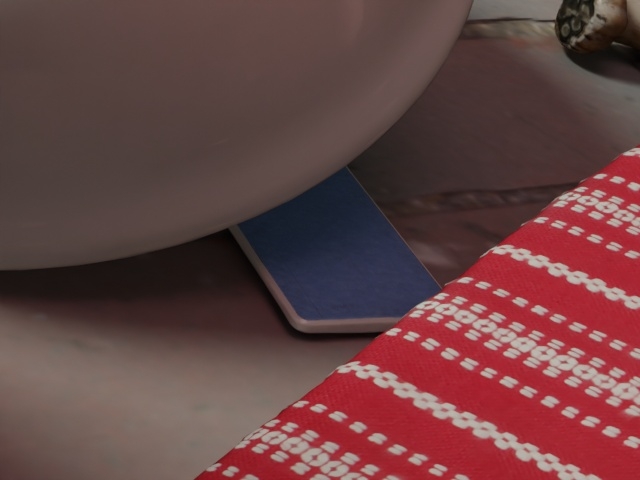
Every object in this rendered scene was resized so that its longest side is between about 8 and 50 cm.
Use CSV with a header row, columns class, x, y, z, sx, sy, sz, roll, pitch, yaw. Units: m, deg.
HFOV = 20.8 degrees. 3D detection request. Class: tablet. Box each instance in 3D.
class,x,y,z,sx,sy,sz,roll,pitch,yaw
tablet,0.000,0.000,0.499,0.054,0.006,0.083,-1,35,-29

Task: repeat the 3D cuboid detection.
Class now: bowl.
class,x,y,z,sx,sy,sz,roll,pitch,yaw
bowl,-0.089,-0.149,0.468,0.297,0.134,0.298,5,53,-6

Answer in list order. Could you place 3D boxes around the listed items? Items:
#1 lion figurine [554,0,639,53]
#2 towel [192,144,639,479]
class,x,y,z,sx,sy,sz,roll,pitch,yaw
lion figurine,0.258,-0.049,0.589,0.240,0.142,0.392,11,26,-25
towel,0.102,0.054,0.365,0.198,0.031,0.275,25,41,32
